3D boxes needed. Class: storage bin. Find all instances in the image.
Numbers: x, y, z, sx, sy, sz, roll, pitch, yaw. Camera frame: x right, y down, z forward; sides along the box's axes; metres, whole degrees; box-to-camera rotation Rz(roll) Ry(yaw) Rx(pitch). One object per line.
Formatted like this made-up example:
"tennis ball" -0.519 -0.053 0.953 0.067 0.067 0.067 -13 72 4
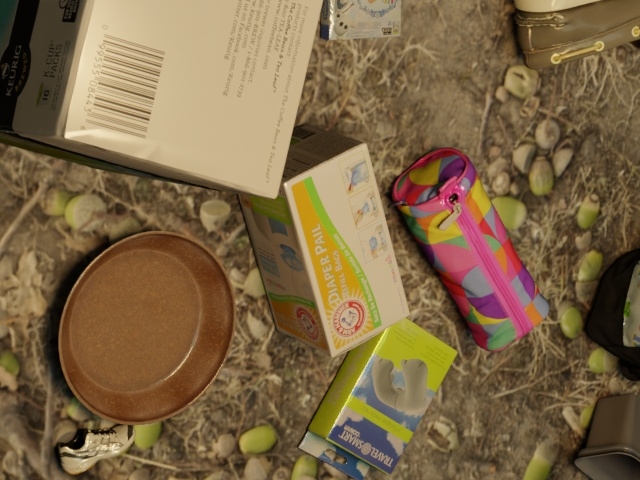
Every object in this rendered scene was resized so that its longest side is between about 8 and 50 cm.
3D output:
"storage bin" 0.370 0.249 2.289 0.135 0.098 0.091 39 52 -34

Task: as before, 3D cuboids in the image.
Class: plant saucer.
"plant saucer" -0.177 0.084 1.901 0.199 0.036 0.198 -10 108 -33

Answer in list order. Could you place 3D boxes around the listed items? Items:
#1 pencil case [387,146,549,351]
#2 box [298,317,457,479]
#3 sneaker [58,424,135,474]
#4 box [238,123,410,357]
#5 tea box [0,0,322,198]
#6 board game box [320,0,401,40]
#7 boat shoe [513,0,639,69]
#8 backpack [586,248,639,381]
"pencil case" 0.163 0.011 2.075 0.104 0.104 0.236 -44 123 -17
"box" 0.063 0.171 2.083 0.109 0.042 0.178 33 82 -35
"sneaker" -0.222 0.200 1.903 0.083 0.032 0.037 -29 117 -25
"box" 0.000 0.000 1.951 0.103 0.114 0.203 -27 117 -25
"tea box" -0.171 -0.228 1.632 0.220 0.323 0.329 15 87 -36
"board game box" 0.043 -0.254 1.971 0.090 0.020 0.090 -7 106 -32
"boat shoe" 0.349 -0.256 2.127 0.305 0.109 0.091 -12 109 -25
"backpack" 0.541 0.083 2.191 0.290 0.355 0.273 20 90 -35
